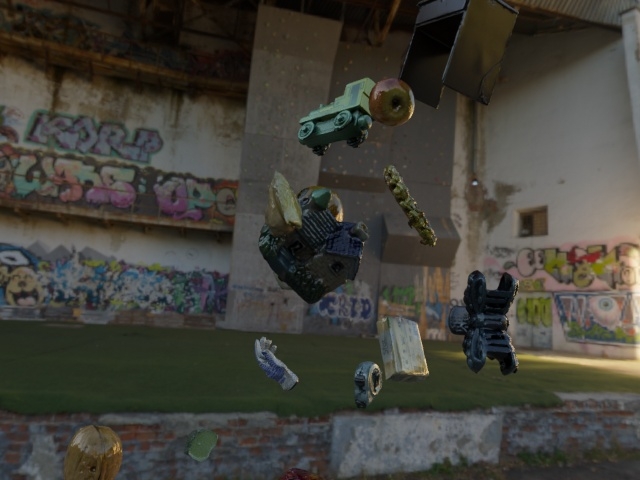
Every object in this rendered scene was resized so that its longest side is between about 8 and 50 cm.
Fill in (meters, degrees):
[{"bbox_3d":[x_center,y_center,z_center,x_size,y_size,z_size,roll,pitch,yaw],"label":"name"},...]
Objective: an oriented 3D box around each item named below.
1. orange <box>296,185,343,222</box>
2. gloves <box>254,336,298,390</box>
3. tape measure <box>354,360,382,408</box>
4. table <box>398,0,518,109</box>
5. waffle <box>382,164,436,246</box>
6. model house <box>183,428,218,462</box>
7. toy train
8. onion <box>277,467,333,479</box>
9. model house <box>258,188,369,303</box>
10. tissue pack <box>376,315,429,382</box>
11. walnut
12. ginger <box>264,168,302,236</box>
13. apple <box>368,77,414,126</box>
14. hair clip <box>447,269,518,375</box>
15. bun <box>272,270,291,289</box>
[{"bbox_3d":[-0.018,-0.102,1.783,0.236,0.236,0.236,3,-8,0],"label":"orange"},{"bbox_3d":[-0.174,0.462,1.725,0.097,0.229,0.119,-33,-1,-24],"label":"gloves"},{"bbox_3d":[0.224,0.544,1.868,0.084,0.164,0.330,2,8,27],"label":"tape measure"},{"bbox_3d":[0.399,-0.570,1.402,0.196,0.282,0.250,14,6,-29],"label":"table"},{"bbox_3d":[0.317,-0.128,1.660,0.068,0.325,0.302,-32,25,13],"label":"waffle"},{"bbox_3d":[-0.321,0.536,1.222,0.066,0.078,0.083,36,-30,-15],"label":"model house"},{"bbox_3d":[0.059,-0.483,1.845,0.369,0.237,0.150,-2,-24,43],"label":"toy train"},{"bbox_3d":[-0.006,0.653,1.133,0.163,0.230,0.230,-26,3,-21],"label":"onion"},{"bbox_3d":[0.001,-0.001,1.484,0.284,0.243,0.298,-31,-67,23],"label":"model house"},{"bbox_3d":[0.297,0.397,1.675,0.186,0.222,0.090,16,-35,-38],"label":"tissue pack"},{"bbox_3d":[-0.611,0.593,1.243,0.144,0.180,0.144,11,-11,2],"label":"walnut"},{"bbox_3d":[-0.123,-0.104,1.349,0.123,0.193,0.115,-31,-30,35],"label":"ginger"},{"bbox_3d":[0.213,-0.419,1.404,0.146,0.146,0.146,3,-8,0],"label":"apple"},{"bbox_3d":[0.508,0.250,1.418,0.195,0.310,0.206,6,-11,4],"label":"hair clip"},{"bbox_3d":[-0.098,0.104,2.087,0.273,0.168,0.273,-15,31,9],"label":"bun"}]
